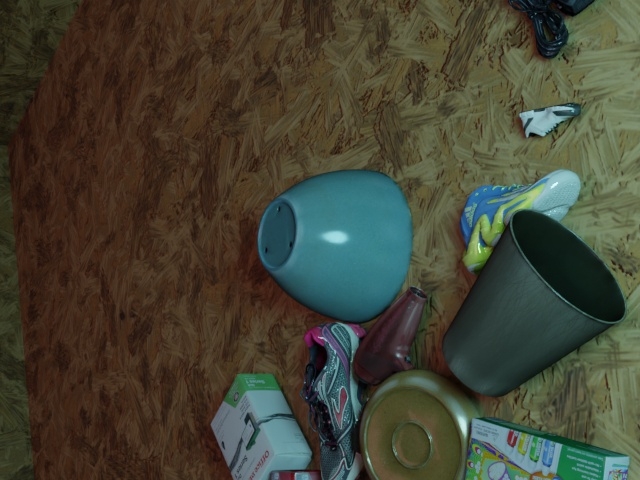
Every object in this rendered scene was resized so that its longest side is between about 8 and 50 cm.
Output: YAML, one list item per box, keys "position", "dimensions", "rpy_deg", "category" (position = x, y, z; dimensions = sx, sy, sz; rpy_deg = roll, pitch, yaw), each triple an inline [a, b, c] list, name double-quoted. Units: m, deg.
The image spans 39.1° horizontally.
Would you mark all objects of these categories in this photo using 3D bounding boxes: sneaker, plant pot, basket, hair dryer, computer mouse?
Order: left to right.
- position: [0.000, 0.000, 1.649]
  dimensions: [0.290, 0.195, 0.290]
  rpy_deg: [-16, 70, 53]
  category: "plant pot"
- position: [0.017, 0.299, 1.636]
  dimensions: [0.121, 0.112, 0.299]
  rpy_deg: [-17, 70, 52]
  category: "sneaker"
- position: [0.152, 0.224, 1.519]
  dimensions: [0.223, 0.080, 0.294]
  rpy_deg: [-6, 84, 38]
  category: "hair dryer"
- position: [0.152, 0.326, 1.442]
  dimensions: [0.236, 0.032, 0.236]
  rpy_deg: [-2, 87, 38]
  category: "plant pot"
- position: [0.281, -0.055, 1.355]
  dimensions: [0.240, 0.091, 0.126]
  rpy_deg: [-48, 47, 39]
  category: "sneaker"
- position: [0.282, 0.104, 1.274]
  dimensions: [0.204, 0.154, 0.227]
  rpy_deg: [54, 132, 24]
  category: "basket"
- position: [0.345, -0.179, 1.343]
  dimensions: [0.109, 0.040, 0.044]
  rpy_deg: [-5, 95, 58]
  category: "sneaker"
- position: [0.385, -0.416, 1.311]
  dimensions: [0.272, 0.072, 0.189]
  rpy_deg: [-57, 43, 49]
  category: "computer mouse"

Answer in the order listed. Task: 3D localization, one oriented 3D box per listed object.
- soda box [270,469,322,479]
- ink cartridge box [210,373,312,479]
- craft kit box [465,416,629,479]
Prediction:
- position: [-0.037, 0.561, 1.673]
  dimensions: [0.083, 0.092, 0.263]
  rpy_deg: [-16, 71, 51]
  category: "soda box"
- position: [-0.124, 0.403, 1.827]
  dimensions: [0.160, 0.092, 0.219]
  rpy_deg: [-62, 39, 26]
  category: "ink cartridge box"
- position: [0.302, 0.395, 1.267]
  dimensions: [0.250, 0.061, 0.247]
  rpy_deg: [3, 89, 55]
  category: "craft kit box"
